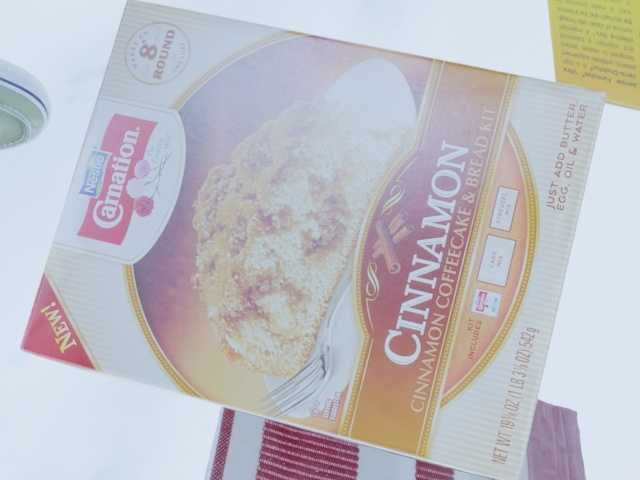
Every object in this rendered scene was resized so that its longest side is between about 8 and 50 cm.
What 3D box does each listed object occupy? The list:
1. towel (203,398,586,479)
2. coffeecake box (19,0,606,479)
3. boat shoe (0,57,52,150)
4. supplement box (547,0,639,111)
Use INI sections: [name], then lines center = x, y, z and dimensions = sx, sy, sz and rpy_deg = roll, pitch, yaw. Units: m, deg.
[towel]
center = 0.071, 0.191, 0.933
dimensions = 0.328, 0.037, 0.237
rpy_deg = 19, 38, -9
[coffeecake box]
center = 0.000, 0.000, 0.436
dimensions = 0.068, 0.185, 0.142
rpy_deg = 54, 50, -75
[boat shoe]
center = -0.377, -0.102, 0.963
dimensions = 0.302, 0.094, 0.109
rpy_deg = 1, 137, -28
[supplement box]
center = 0.340, -0.318, 1.067
dimensions = 0.194, 0.195, 0.357
rpy_deg = -29, 122, -26
